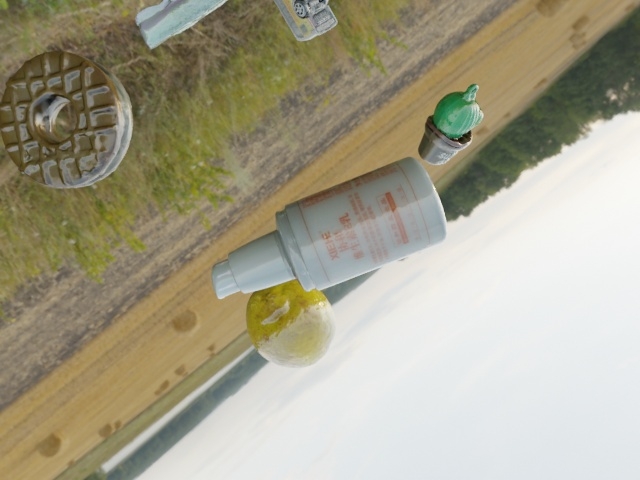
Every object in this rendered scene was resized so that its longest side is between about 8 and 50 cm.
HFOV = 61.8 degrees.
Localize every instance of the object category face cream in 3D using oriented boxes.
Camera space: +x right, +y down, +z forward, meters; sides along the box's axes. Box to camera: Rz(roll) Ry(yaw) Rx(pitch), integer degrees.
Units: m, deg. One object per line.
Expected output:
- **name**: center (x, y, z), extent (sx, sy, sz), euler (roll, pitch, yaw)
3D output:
- **face cream**: center (0.000, 0.000, 0.570), extent (0.252, 0.101, 0.101), euler (-21, 176, 1)

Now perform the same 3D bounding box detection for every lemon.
- **lemon**: center (-0.055, 0.154, 1.001), extent (0.170, 0.170, 0.207), euler (-40, 157, -10)

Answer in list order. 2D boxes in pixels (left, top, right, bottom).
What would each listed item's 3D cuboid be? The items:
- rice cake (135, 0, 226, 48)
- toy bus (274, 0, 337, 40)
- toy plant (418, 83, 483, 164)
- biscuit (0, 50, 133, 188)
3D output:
- **rice cake**: center (-0.260, -0.513, 1.126), extent (0.290, 0.081, 0.051), euler (-35, -154, 3)
- **toy bus**: center (-0.071, -0.596, 1.238), extent (0.092, 0.268, 0.106), euler (-43, -160, -29)
- **toy plant**: center (0.294, -0.255, 1.163), extent (0.143, 0.105, 0.200), euler (-14, 150, -40)
- **biscuit**: center (-0.612, -0.287, 1.288), extent (0.332, 0.332, 0.103), euler (-41, 177, 9)
